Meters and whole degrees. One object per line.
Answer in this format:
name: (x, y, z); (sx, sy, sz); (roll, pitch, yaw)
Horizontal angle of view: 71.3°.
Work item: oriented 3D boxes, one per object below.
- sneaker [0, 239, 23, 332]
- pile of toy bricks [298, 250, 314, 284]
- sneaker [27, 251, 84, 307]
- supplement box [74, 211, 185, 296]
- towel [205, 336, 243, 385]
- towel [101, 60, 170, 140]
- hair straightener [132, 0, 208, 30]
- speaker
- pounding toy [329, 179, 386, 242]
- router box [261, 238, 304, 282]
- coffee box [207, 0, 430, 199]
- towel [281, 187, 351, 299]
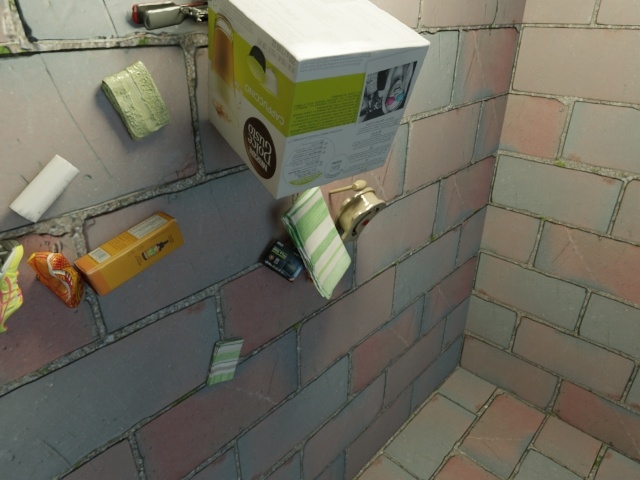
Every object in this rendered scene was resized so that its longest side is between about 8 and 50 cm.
sneaker: (-0.626, 0.095, 0.875); (0.209, 0.081, 0.094); (-62, 151, 4)
pile of toy bricks: (-0.011, 0.088, 1.549); (0.117, 0.105, 0.212); (-19, 130, -2)
sneaker: (-0.563, 0.082, 0.960); (0.175, 0.067, 0.064); (91, 7, -45)
supplement box: (-0.443, 0.026, 1.053); (0.233, 0.080, 0.078); (-37, 134, -31)
towel: (-0.308, 0.393, 1.448); (0.113, 0.023, 0.152); (3, 106, -50)
towel: (-0.398, -0.304, 0.977); (0.110, 0.027, 0.148); (-45, 138, -27)
hair straightener: (-0.284, -0.486, 0.974); (0.230, 0.089, 0.047); (-28, 146, -43)
speaker: (-0.543, -0.103, 0.882); (0.136, 0.055, 0.055); (-56, 141, -13)
pounding toy: (0.124, -0.130, 1.609); (0.154, 0.155, 0.270); (-22, 153, -37)
router box: (-0.116, 0.066, 1.440); (0.122, 0.038, 0.092); (34, 77, -7)
coffee box: (-0.032, -0.354, 1.025); (0.338, 0.338, 0.335); (-22, 147, -31)
towel: (0.000, 0.000, 1.482); (0.325, 0.038, 0.248); (65, 35, -22)
